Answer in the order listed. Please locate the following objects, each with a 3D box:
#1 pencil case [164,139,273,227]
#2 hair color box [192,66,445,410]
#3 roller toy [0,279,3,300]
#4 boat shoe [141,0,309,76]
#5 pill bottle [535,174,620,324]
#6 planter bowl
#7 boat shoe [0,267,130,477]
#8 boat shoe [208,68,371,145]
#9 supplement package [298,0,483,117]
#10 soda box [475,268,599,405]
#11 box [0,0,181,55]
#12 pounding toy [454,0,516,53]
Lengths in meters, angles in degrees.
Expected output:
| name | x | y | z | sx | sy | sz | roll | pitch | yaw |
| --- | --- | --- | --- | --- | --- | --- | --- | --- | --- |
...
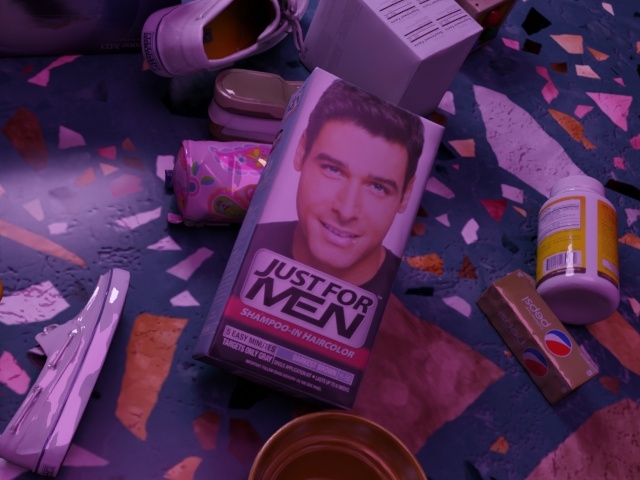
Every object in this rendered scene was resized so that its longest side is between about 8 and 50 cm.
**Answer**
| name | x | y | z | sx | sy | sz | roll | pitch | yaw |
| --- | --- | --- | --- | --- | --- | --- | --- | --- | --- |
| pencil case | -0.065 | -0.072 | 1.172 | 0.284 | 0.124 | 0.124 | 2 | 57 | -17 |
| hair color box | 0.000 | 0.000 | 1.056 | 0.185 | 0.113 | 0.375 | 23 | 74 | -12 |
| roller toy | -0.442 | 0.114 | 0.892 | 0.209 | 0.146 | 0.191 | -1 | 59 | -21 |
| boat shoe | -0.089 | -0.336 | 1.264 | 0.156 | 0.136 | 0.367 | 7 | 28 | 33 |
| pill bottle | 0.382 | 0.009 | 1.270 | 0.117 | 0.117 | 0.215 | 18 | 54 | -7 |
| planter bowl | 0.012 | 0.310 | 0.957 | 0.217 | 0.090 | 0.217 | 10 | 55 | -14 |
| boat shoe | -0.288 | 0.133 | 0.967 | 0.084 | 0.095 | 0.258 | 21 | 52 | -10 |
| boat shoe | -0.015 | -0.167 | 1.257 | 0.302 | 0.103 | 0.113 | 13 | 45 | -10 |
| supplement package | 0.104 | -0.307 | 1.333 | 0.149 | 0.194 | 0.203 | -32 | 73 | -33 |
| soda box | 0.300 | 0.133 | 1.193 | 0.058 | 0.061 | 0.181 | -23 | 68 | -30 |
| box | -0.343 | -0.418 | 1.188 | 0.296 | 0.294 | 0.183 | -8 | 63 | -24 |
| pounding toy | 0.245 | -0.390 | 1.447 | 0.206 | 0.181 | 0.094 | -33 | 73 | -33 |
